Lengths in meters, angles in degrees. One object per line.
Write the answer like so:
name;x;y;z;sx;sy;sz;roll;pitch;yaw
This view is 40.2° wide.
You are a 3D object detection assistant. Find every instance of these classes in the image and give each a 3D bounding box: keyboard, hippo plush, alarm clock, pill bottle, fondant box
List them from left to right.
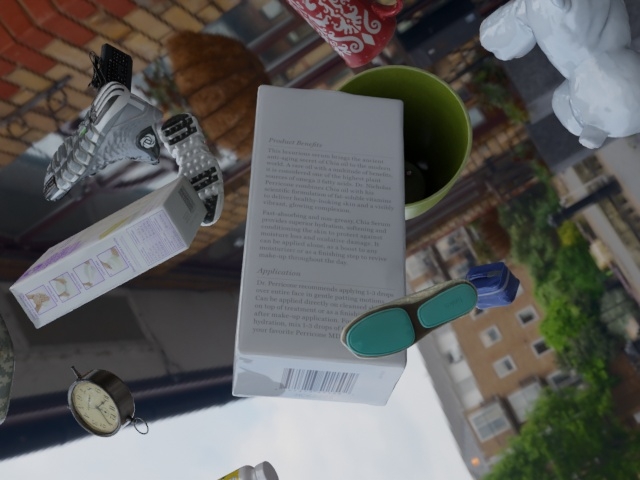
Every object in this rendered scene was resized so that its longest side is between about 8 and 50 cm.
alarm clock;-0.409;0.324;1.701;0.192;0.129;0.064;27;-148;19
keyboard;-0.421;-0.318;1.770;0.100;0.038;0.192;20;-125;-38
fondant box;-0.391;0.015;1.652;0.096;0.330;0.238;59;-171;-15
pill bottle;-0.124;0.388;1.351;0.065;0.116;0.065;55;-166;-21
hippo plush;0.373;-0.259;1.129;0.236;0.234;0.294;55;178;-3

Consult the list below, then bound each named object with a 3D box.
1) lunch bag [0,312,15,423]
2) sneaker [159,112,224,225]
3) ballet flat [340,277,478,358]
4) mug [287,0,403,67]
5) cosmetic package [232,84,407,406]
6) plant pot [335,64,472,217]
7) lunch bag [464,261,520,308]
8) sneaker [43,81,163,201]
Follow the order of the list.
lunch bag;-0.714;0.202;1.573;0.256;0.212;0.305;-4;-145;-33
sneaker;-0.264;-0.145;1.917;0.118;0.110;0.292;64;-174;-57
ballet flat;0.095;0.087;0.962;0.052;0.168;0.057;-177;70;-73
mug;0.040;-0.391;1.424;0.169;0.150;0.113;35;-161;-32
cosmetic package;0.000;0.000;1.293;0.161;0.230;0.453;104;171;-59
plant pot;0.144;-0.147;1.685;0.275;0.275;0.293;63;178;17
lunch bag;0.311;0.081;1.627;0.065;0.098;0.067;47;-131;-28
sneaker;-0.314;-0.124;1.320;0.132;0.228;0.086;23;-145;-36
